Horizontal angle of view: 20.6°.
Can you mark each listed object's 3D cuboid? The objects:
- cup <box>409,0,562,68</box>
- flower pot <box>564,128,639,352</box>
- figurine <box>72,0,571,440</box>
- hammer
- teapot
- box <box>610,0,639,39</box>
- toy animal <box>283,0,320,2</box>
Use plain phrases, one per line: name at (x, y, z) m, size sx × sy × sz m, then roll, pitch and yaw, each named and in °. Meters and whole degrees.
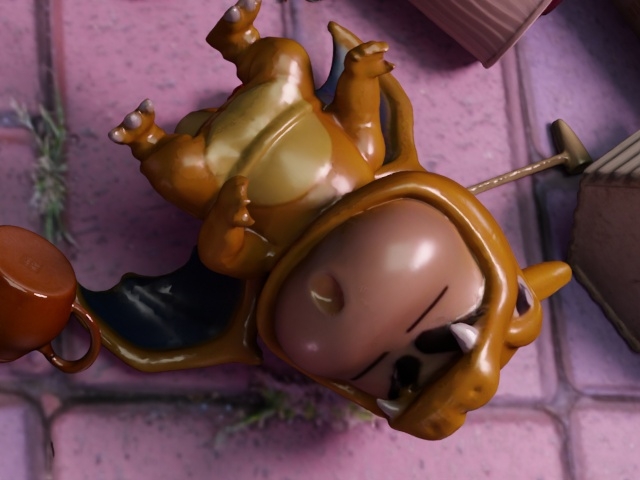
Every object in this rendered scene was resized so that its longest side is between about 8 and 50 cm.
cup at (0.157, -0.357, 1.741) m, size 0.273 × 0.288 × 0.208 m, roll 37°, pitch 20°, yaw -3°
flower pot at (0.379, -0.014, 1.719) m, size 0.190 × 0.239 × 0.209 m, roll -36°, pitch 56°, yaw -29°
figurine at (0.024, -0.027, 1.542) m, size 0.387 × 0.268 × 0.401 m, roll 42°, pitch 54°, yaw 1°
hammer at (0.184, -0.073, 1.767) m, size 0.195 × 0.028 × 0.060 m, roll -20°, pitch 72°, yaw -27°
teapot at (-0.264, 0.057, 1.477) m, size 0.173 × 0.116 × 0.116 m, roll 33°, pitch 60°, yaw -8°
box at (0.414, -0.187, 1.810) m, size 0.051 × 0.204 × 0.365 m, roll -34°, pitch 84°, yaw -10°
toy animal at (-0.024, -0.258, 1.752) m, size 0.084 × 0.028 × 0.050 m, roll 32°, pitch 51°, yaw -7°
